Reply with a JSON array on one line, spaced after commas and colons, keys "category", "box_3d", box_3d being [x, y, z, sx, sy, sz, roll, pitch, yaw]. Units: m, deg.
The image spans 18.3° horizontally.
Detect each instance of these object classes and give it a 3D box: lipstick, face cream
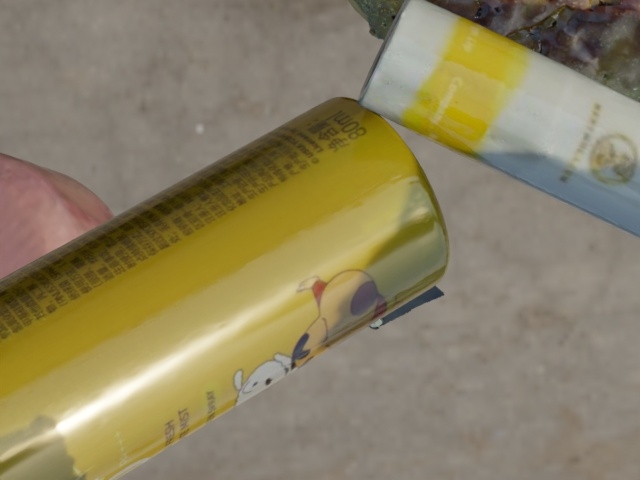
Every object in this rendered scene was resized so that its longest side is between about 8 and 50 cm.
[{"category": "lipstick", "box_3d": [0.147, -0.030, 0.901, 0.264, 0.059, 0.059, 25, 147, -3]}, {"category": "face cream", "box_3d": [-0.109, 0.057, 0.885, 0.348, 0.105, 0.105, -30, 158, -21]}]

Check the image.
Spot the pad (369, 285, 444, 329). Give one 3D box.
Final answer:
[{"category": "pad", "box_3d": [0.000, 0.000, 1.603, 0.193, 0.004, 0.116, 40, 148, -13]}]

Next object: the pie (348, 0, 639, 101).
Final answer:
[{"category": "pie", "box_3d": [0.142, -0.208, 1.142, 0.354, 0.103, 0.288, 24, 121, -8]}]

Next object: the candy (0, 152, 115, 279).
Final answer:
[{"category": "candy", "box_3d": [-0.246, 0.064, 1.406, 0.255, 0.255, 0.094, -17, 161, 26]}]
